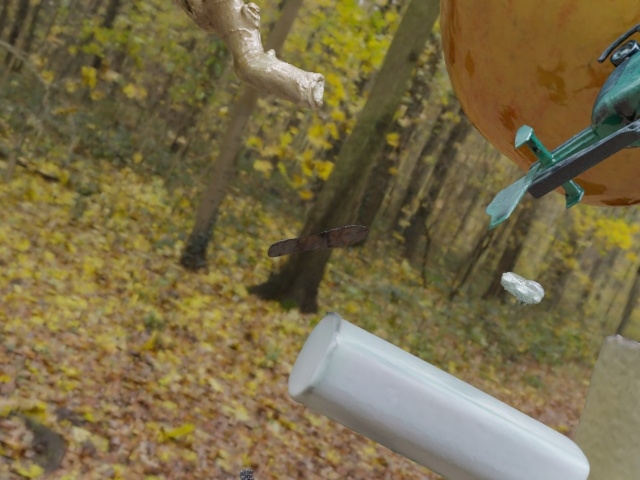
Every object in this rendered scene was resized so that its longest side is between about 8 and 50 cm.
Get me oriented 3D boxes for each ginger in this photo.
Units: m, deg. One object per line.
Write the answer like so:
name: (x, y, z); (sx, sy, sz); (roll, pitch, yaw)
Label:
ginger: (-0.099, -0.253, 0.997); (0.288, 0.089, 0.075); (46, 33, 21)

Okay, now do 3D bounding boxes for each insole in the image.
insole: (0.000, 0.000, 1.865); (0.253, 0.086, 0.005); (-10, 59, -28)

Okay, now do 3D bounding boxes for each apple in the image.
apple: (0.241, -0.182, 0.720); (0.299, 0.275, 0.299); (11, 29, -6)

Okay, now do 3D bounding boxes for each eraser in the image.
eraser: (0.114, 0.184, 0.898); (0.290, 0.104, 0.189); (28, -11, -2)

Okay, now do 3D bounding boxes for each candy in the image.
candy: (0.513, 0.330, 1.370); (0.135, 0.320, 0.179); (19, -2, -34)

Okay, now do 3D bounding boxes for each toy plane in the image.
toy plane: (0.199, -0.083, 0.535); (0.060, 0.235, 0.096); (44, 31, -17)

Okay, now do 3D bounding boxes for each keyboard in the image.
keyboard: (-0.152, 0.591, 1.828); (0.018, 0.195, 0.060); (-10, -14, 13)

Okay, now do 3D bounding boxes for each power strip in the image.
power strip: (0.243, 0.064, 1.035); (0.055, 0.035, 0.083); (42, 16, 31)
